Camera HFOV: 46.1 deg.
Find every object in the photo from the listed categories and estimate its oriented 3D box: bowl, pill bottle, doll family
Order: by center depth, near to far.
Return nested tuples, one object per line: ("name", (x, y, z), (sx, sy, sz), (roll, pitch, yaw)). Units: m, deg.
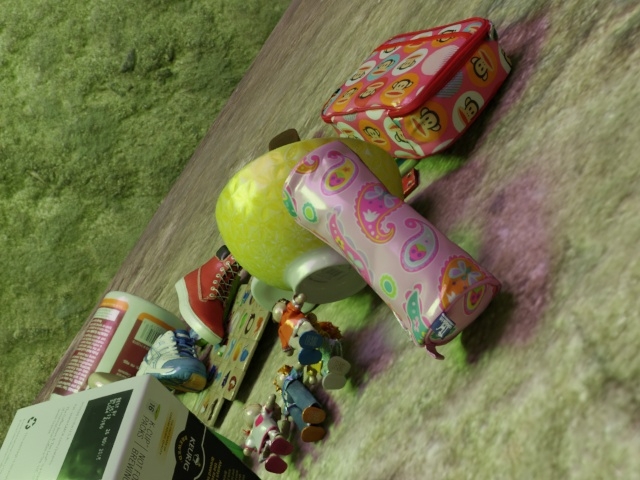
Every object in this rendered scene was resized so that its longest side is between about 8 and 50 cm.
("doll family", (-0.028, 0.202, 1.088), (0.163, 0.118, 0.263), (43, 118, 63))
("bowl", (0.000, 0.000, 1.111), (0.289, 0.289, 0.156), (-42, 51, 37))
("pill bottle", (-0.048, 0.021, 1.346), (0.119, 0.119, 0.209), (-41, 26, 39))
("pill bottle", (-0.491, 0.338, 1.768), (0.224, 0.224, 0.392), (-20, 41, 59))

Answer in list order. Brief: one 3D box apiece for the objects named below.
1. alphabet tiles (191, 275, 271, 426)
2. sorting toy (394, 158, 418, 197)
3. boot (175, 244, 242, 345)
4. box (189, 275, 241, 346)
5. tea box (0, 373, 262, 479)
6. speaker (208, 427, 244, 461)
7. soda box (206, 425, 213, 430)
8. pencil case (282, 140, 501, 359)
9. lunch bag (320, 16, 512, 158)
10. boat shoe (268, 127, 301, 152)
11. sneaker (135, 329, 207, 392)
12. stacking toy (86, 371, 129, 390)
("alphabet tiles", (-0.163, 0.190, 1.477), (0.343, 0.011, 0.285), (-67, 18, -13))
("sorting toy", (0.111, -0.140, 1.317), (0.132, 0.046, 0.275), (-44, 25, 35))
("boot", (-0.212, 0.104, 1.608), (0.176, 0.088, 0.244), (-40, 34, 3))
("box", (-0.245, 0.163, 1.710), (0.109, 0.042, 0.178), (-33, 32, 51))
("tea box", (-0.223, 0.390, 0.852), (0.220, 0.323, 0.329), (-19, 36, 24))
("speaker", (-0.235, 0.438, 1.167), (0.297, 0.131, 0.131), (-62, 20, -10))
("soda box", (-0.297, 0.454, 1.337), (0.098, 0.091, 0.286), (-27, 36, 54))
("pencil case", (0.077, 0.006, 0.894), (0.284, 0.124, 0.124), (46, 108, 26))
("lunch bag", (0.160, -0.253, 1.215), (0.258, 0.120, 0.293), (-48, 26, -17))
("boat shoe", (-0.060, -0.153, 1.705), (0.104, 0.089, 0.285), (-22, 35, 15))
("sneaker", (-0.310, 0.244, 1.581), (0.296, 0.111, 0.131), (-14, 54, 59))
("stacking toy", (-0.474, 0.451, 1.571), (0.141, 0.141, 0.330), (7, 75, 68))
